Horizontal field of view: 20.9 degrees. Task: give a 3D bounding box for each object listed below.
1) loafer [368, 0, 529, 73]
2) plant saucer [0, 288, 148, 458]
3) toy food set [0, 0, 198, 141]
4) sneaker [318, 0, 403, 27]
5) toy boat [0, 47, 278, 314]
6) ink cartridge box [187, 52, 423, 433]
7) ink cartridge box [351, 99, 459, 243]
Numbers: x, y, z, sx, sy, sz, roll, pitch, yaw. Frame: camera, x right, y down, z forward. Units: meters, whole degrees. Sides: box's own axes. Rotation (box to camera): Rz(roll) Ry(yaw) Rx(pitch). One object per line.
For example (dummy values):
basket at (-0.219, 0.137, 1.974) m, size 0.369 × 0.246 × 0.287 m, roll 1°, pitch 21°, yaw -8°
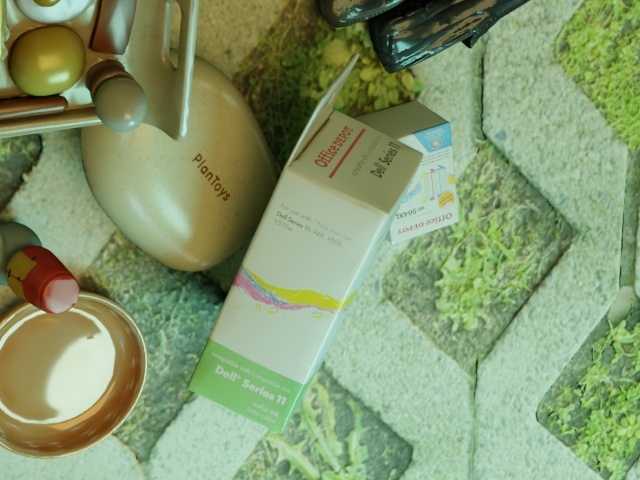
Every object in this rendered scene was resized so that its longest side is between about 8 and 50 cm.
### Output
loafer at (0.159, -0.253, 1.921) m, size 0.223 × 0.076 × 0.078 m, roll -24°, pitch 125°, yaw -11°
plant saucer at (-0.287, 0.141, 1.883) m, size 0.200 × 0.037 × 0.200 m, roll -11°, pitch 115°, yaw -24°
toy food set at (-0.261, -0.165, 1.555) m, size 0.306 × 0.092 × 0.219 m, roll -10°, pitch 130°, yaw -23°
sneaker at (0.106, -0.299, 1.850) m, size 0.234 × 0.106 × 0.078 m, roll -34°, pitch 122°, yaw -10°
toy boat at (-0.206, -0.053, 1.792) m, size 0.318 × 0.148 × 0.267 m, roll -41°, pitch 129°, yaw -15°
ink cartridge box at (0.000, 0.000, 1.815) m, size 0.119 × 0.207 × 0.353 m, roll 26°, pitch 115°, yaw 3°
ink cartridge box at (0.094, -0.070, 1.954) m, size 0.092 × 0.090 × 0.143 m, roll -19°, pitch 118°, yaw -19°
